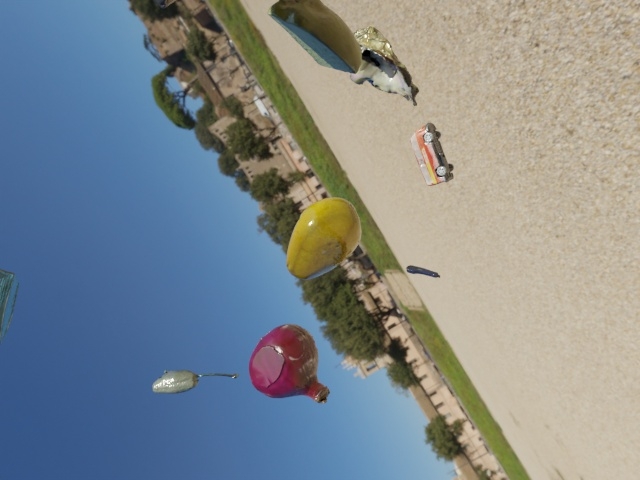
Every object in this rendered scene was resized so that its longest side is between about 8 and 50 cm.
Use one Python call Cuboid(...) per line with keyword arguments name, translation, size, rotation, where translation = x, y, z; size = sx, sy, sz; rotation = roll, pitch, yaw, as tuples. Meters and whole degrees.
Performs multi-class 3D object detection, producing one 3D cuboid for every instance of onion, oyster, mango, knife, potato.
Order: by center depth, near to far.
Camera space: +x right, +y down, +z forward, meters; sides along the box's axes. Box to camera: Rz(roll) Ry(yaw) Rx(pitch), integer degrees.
Cuboid(name="potato", translation=(0.008, -0.359, 0.705), size=(0.149, 0.081, 0.120), rotation=(28, -173, -44))
Cuboid(name="mango", translation=(0.000, 0.000, 0.834), size=(0.137, 0.195, 0.098), rotation=(24, -148, -36))
Cuboid(name="onion", translation=(-0.074, 0.321, 1.024), size=(0.218, 0.195, 0.140), rotation=(44, -159, 20))
Cuboid(name="oyster", translation=(0.144, -0.440, 1.056), size=(0.260, 0.092, 0.198), rotation=(35, 179, 29))
Cuboid(name="knife", translation=(0.362, 0.111, 1.482), size=(0.031, 0.121, 0.018), rotation=(-52, -34, -43))

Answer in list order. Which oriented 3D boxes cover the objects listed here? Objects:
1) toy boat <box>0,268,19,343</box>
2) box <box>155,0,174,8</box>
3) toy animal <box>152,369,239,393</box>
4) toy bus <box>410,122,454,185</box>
Cuboid(name="toy boat", translation=(-0.711, 0.152, 0.897), size=(0.075, 0.077, 0.185), rotation=(134, 138, -56))
Cuboid(name="box", translation=(-0.169, -0.471, 0.538), size=(0.188, 0.252, 0.153), rotation=(45, 147, -17))
Cuboid(name="toy animal", translation=(-0.378, 0.414, 1.261), size=(0.079, 0.253, 0.070), rotation=(-113, 15, -77))
Cuboid(name="toy bus", translation=(0.315, -0.242, 1.199), size=(0.079, 0.077, 0.174), rotation=(-27, -85, -50))
